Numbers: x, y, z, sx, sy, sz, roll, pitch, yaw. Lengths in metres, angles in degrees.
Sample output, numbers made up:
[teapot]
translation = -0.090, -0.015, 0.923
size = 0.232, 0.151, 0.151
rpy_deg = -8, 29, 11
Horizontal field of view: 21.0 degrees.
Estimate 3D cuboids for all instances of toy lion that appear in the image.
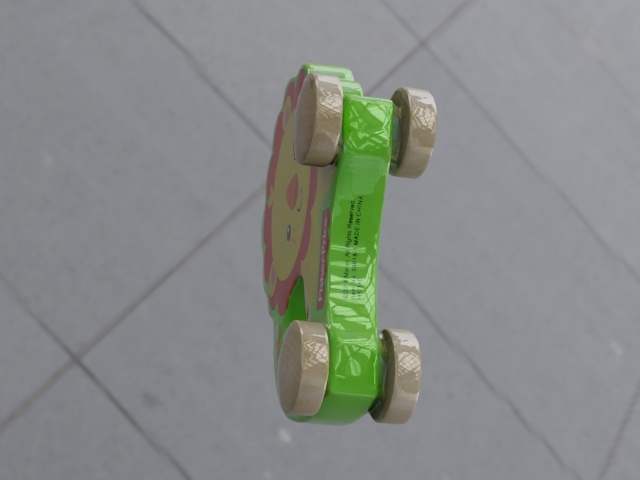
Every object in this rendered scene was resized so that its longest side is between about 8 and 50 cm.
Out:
[toy lion]
translation = 0.000, 0.000, 0.463
size = 0.034, 0.096, 0.100
rpy_deg = 6, 81, -14
